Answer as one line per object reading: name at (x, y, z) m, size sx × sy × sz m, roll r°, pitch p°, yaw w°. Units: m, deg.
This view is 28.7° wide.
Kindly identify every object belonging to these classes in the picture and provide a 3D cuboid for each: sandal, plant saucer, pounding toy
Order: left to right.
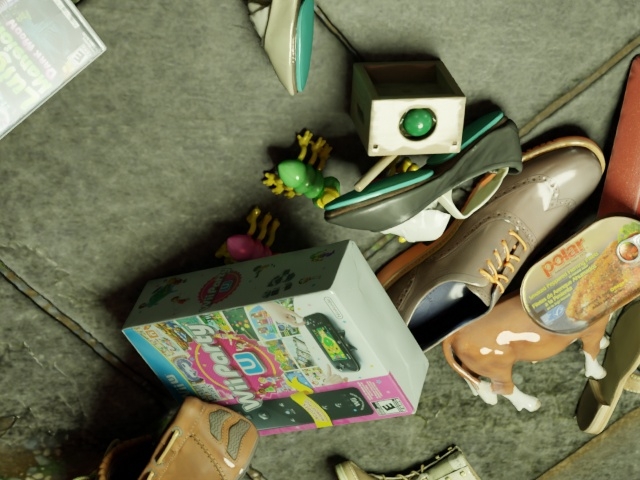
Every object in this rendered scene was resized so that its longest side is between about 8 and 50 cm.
pounding toy at (0.092, -0.135, 1.453) m, size 0.130 × 0.141 × 0.100 m, roll -3°, pitch 121°, yaw -10°
sandal at (0.441, 0.179, 1.748) m, size 0.079 × 0.088 × 0.240 m, roll 11°, pitch 126°, yaw -14°
plant saucer at (0.489, -0.083, 1.575) m, size 0.258 × 0.048 × 0.259 m, roll 9°, pitch 98°, yaw -17°

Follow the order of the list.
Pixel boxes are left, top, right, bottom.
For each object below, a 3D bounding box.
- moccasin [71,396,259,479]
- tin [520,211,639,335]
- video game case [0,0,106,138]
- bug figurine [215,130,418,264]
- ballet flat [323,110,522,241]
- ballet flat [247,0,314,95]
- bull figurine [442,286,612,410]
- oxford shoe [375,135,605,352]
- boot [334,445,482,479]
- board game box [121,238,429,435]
moccasin at (-0.236, 0.312, 1.618) m, size 0.147 × 0.139 × 0.380 m, roll 38°, pitch 137°, yaw -12°
tin at (0.335, 0.040, 1.549) m, size 0.189 × 0.040 × 0.106 m, roll -37°, pitch 97°, yaw 24°
video game case at (-0.350, -0.223, 1.341) m, size 0.173 × 0.022 × 0.190 m, roll -42°, pitch 125°, yaw -9°
bug figurine at (0.000, 0.000, 1.556) m, size 0.216 × 0.072 × 0.279 m, roll 28°, pitch 112°, yaw -25°
ballet flat at (0.136, -0.058, 1.481) m, size 0.280 × 0.095 × 0.096 m, roll -29°, pitch 102°, yaw -22°
ballet flat at (-0.041, -0.284, 1.385) m, size 0.086 × 0.086 × 0.248 m, roll 2°, pitch 118°, yaw -13°
bull figurine at (0.314, 0.112, 1.671) m, size 0.310 × 0.101 × 0.188 m, roll -20°, pitch 124°, yaw 0°
oxford shoe at (0.223, 0.018, 1.577) m, size 0.363 × 0.133 × 0.130 m, roll -43°, pitch 119°, yaw 14°
boot at (0.132, 0.346, 1.788) m, size 0.165 × 0.077 × 0.213 m, roll -36°, pitch 126°, yaw 11°
board game box at (-0.054, 0.131, 1.536) m, size 0.303 × 0.097 × 0.224 m, roll -12°, pitch 127°, yaw 30°
